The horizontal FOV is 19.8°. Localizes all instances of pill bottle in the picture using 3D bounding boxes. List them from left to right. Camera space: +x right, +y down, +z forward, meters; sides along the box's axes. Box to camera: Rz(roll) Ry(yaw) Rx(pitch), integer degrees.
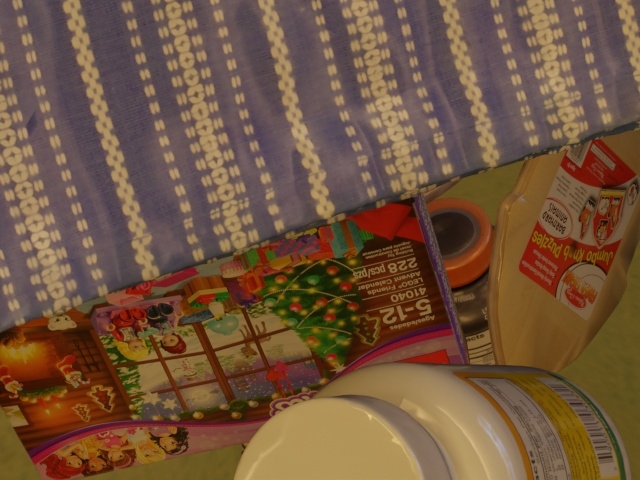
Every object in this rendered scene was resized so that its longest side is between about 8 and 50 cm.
[{"bbox_3d":[0.050,0.111,0.798,0.118,0.208,0.117,-2,85,27],"label":"pill bottle"},{"bbox_3d":[0.139,0.068,1.751,0.130,0.245,0.130,-8,49,10],"label":"pill bottle"}]

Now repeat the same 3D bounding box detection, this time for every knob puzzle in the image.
[{"bbox_3d":[0.153,0.006,1.207,0.030,0.213,0.213,19,92,34],"label":"knob puzzle"}]

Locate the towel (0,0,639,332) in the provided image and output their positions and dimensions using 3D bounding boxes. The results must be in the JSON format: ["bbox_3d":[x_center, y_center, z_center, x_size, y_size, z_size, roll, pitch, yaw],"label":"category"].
[{"bbox_3d":[-0.002,-0.124,0.688,0.336,0.040,0.243,-18,103,-16],"label":"towel"}]

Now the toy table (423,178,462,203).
[{"bbox_3d":[0.016,-0.077,1.529,0.274,0.161,0.252,-6,74,1],"label":"toy table"}]

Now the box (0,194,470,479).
[{"bbox_3d":[-0.068,0.042,1.137,0.293,0.057,0.201,-13,131,9],"label":"box"}]

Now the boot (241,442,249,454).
[{"bbox_3d":[-0.048,0.286,1.914,0.377,0.138,0.284,20,136,26],"label":"boot"}]
